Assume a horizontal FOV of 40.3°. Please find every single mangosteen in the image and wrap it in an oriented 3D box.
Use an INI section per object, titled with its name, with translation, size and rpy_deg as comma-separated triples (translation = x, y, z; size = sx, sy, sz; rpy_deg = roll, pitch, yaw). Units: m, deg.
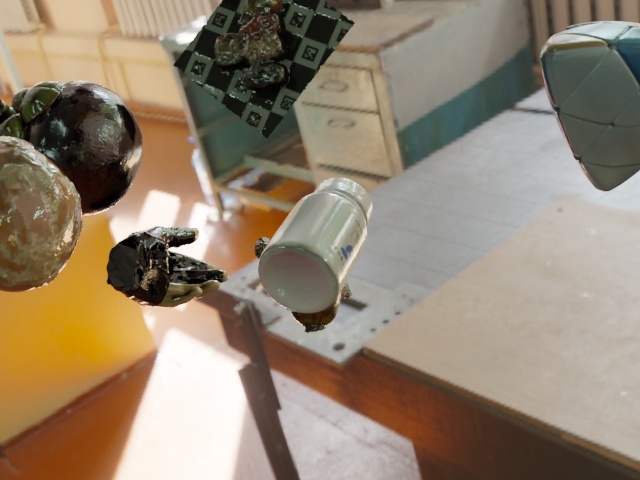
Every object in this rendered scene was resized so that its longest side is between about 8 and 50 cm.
[mangosteen]
translation = -0.523, -0.193, 1.807
size = 0.300, 0.300, 0.300
rpy_deg = -11, 26, 6

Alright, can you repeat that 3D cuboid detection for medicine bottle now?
[medicine bottle]
translation = 0.000, 0.000, 1.746
size = 0.170, 0.170, 0.293
rpy_deg = -2, 32, 23

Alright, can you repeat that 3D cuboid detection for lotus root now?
[lotus root]
translation = -0.014, 0.102, 1.923
size = 0.120, 0.120, 0.210
rpy_deg = -7, 68, 14

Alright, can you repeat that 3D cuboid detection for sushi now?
[sushi]
translation = -0.146, -0.456, 1.987
size = 0.320, 0.069, 0.339
rpy_deg = 41, 96, 19

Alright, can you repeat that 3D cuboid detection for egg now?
[egg]
translation = -0.424, -0.033, 1.198
size = 0.195, 0.195, 0.233
rpy_deg = -21, 50, -14

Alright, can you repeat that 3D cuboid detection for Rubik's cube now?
[Rubik's cube]
translation = 0.367, -0.239, 1.169
size = 0.254, 0.254, 0.254
rpy_deg = -11, 26, 6

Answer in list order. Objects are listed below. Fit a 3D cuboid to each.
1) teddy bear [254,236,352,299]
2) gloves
[teddy bear]
translation = -0.030, 0.068, 2.115
size = 0.182, 0.129, 0.251
rpy_deg = -39, 67, -8
[gloves]
translation = -0.340, 0.056, 1.970
size = 0.301, 0.197, 0.152
rpy_deg = 12, -9, -39
